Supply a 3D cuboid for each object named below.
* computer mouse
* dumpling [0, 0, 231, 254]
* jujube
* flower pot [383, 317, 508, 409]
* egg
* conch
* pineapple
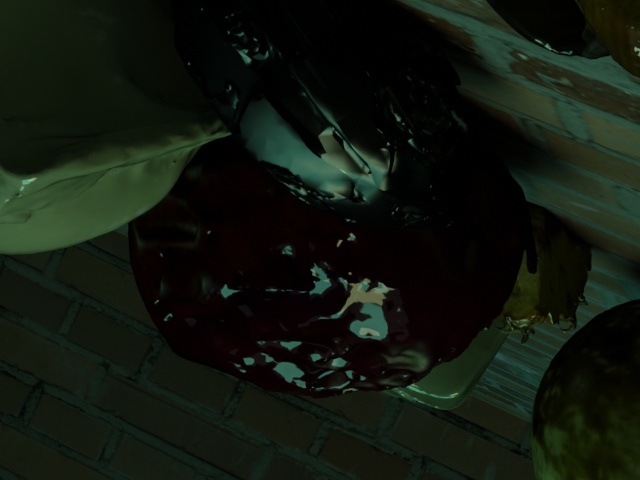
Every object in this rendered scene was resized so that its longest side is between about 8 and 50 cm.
[{"bbox_3d":[0.004,-0.088,1.272,0.241,0.146,0.077,44,-156,-13],"label":"computer mouse"},{"bbox_3d":[-0.195,-0.125,1.429,0.315,0.233,0.395,-7,-153,-37],"label":"dumpling"},{"bbox_3d":[0.000,0.000,1.528,0.258,0.258,0.376,29,154,-21],"label":"jujube"},{"bbox_3d":[0.033,0.039,1.982,0.254,0.164,0.367,35,171,-15],"label":"flower pot"},{"bbox_3d":[0.295,0.171,1.624,0.238,0.238,0.289,29,-167,-16],"label":"egg"},{"bbox_3d":[0.124,-0.123,0.876,0.080,0.086,0.232,-14,-149,-28],"label":"conch"},{"bbox_3d":[0.175,0.020,1.660,0.069,0.116,0.137,-4,-161,33],"label":"pineapple"}]
